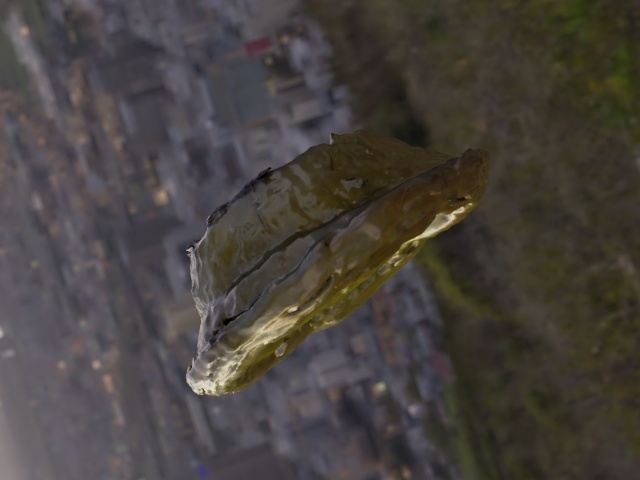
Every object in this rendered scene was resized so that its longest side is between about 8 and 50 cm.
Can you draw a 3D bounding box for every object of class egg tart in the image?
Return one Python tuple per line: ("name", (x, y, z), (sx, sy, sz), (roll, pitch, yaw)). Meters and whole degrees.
("egg tart", (0.000, 0.000, 1.617), (0.132, 0.345, 0.345), (54, 164, 8))
